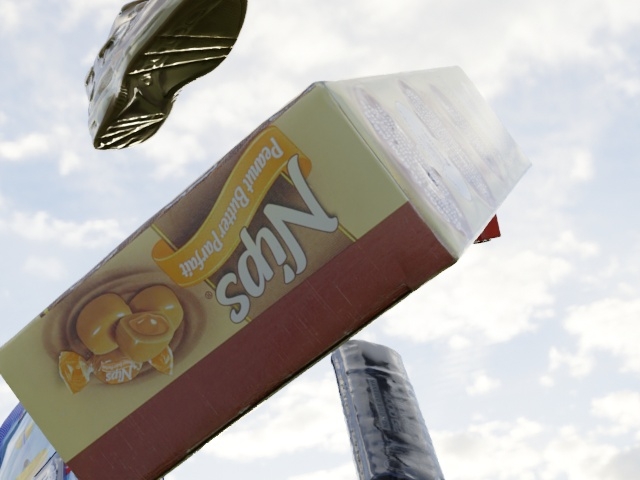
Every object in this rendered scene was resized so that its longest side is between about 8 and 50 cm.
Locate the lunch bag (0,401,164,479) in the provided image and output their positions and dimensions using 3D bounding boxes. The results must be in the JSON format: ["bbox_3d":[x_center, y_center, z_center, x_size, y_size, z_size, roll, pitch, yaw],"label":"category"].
[{"bbox_3d":[-0.141,0.197,0.605,0.138,0.221,0.293,17,-61,-23],"label":"lunch bag"}]

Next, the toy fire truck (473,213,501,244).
[{"bbox_3d":[0.101,-0.008,1.031,0.135,0.047,0.192,-11,-1,-32],"label":"toy fire truck"}]

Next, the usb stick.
[{"bbox_3d":[0.056,0.160,0.918,0.077,0.278,0.045,15,-74,-10],"label":"usb stick"}]

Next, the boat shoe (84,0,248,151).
[{"bbox_3d":[-0.198,-0.223,1.191,0.121,0.110,0.341,-9,-18,-38],"label":"boat shoe"}]

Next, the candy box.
[{"bbox_3d":[0.000,0.000,0.533,0.183,0.087,0.316,-38,-3,19],"label":"candy box"}]

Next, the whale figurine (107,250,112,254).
[{"bbox_3d":[-0.228,0.134,1.540,0.141,0.216,0.272,-44,-62,7],"label":"whale figurine"}]
